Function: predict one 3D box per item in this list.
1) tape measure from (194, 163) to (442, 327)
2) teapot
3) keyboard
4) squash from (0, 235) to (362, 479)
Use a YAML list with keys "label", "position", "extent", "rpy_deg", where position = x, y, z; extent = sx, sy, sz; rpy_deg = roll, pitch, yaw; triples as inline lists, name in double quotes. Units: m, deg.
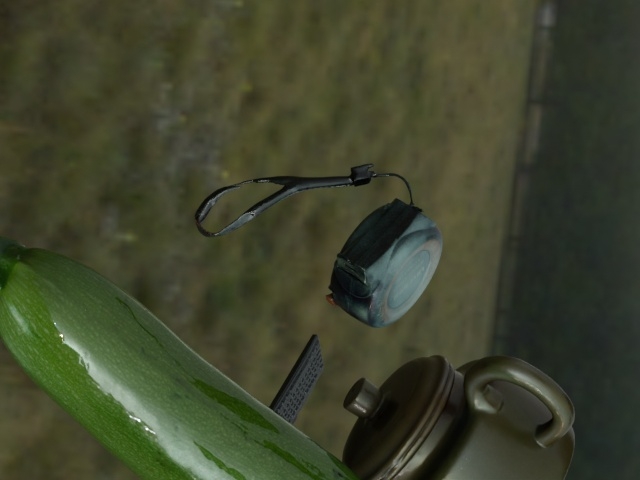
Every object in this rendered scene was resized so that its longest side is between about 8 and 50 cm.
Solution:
- label: "tape measure"
  position: [0.001, -0.003, 1.345]
  extent: [0.107, 0.179, 0.104]
  rpy_deg: [87, 26, -56]
- label: "teapot"
  position: [0.103, 0.173, 1.449]
  extent: [0.268, 0.175, 0.186]
  rpy_deg: [-45, -165, 43]
- label: "keyboard"
  position: [-0.033, 0.155, 1.568]
  extent: [0.053, 0.010, 0.155]
  rpy_deg: [81, 31, -45]
- label: "squash"
  position: [-0.116, 0.131, 1.313]
  extent: [0.107, 0.395, 0.107]
  rpy_deg: [-47, -167, 14]
